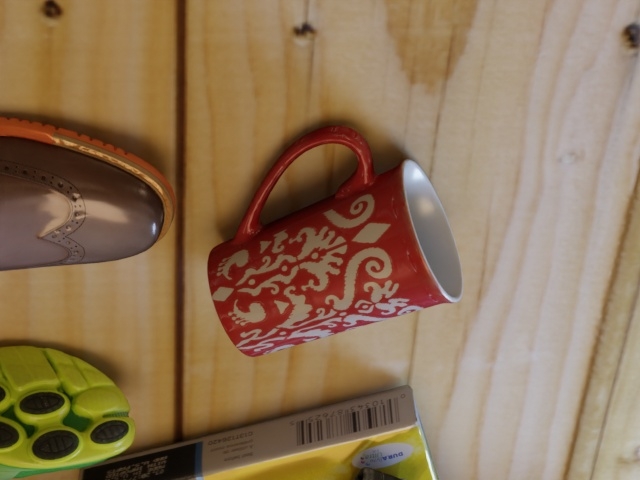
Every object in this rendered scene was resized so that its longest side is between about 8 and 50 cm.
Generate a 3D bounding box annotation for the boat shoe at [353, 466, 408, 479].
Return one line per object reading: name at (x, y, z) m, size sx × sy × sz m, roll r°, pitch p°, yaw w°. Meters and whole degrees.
boat shoe at (0.008, 0.282, 1.457) m, size 0.070 × 0.078 × 0.219 m, roll 24°, pitch 109°, yaw -16°

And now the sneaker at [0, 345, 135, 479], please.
sneaker at (-0.299, 0.162, 1.412) m, size 0.295 × 0.109 × 0.123 m, roll -8°, pitch 156°, yaw -2°

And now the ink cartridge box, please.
ink cartridge box at (-0.025, 0.296, 1.541) m, size 0.303 × 0.072 × 0.307 m, roll -15°, pitch 119°, yaw 6°

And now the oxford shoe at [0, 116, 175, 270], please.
oxford shoe at (-0.285, -0.002, 1.224) m, size 0.363 × 0.133 × 0.130 m, roll 0°, pitch 132°, yaw -7°

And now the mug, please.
mug at (0.004, 0.003, 1.304) m, size 0.169 × 0.150 × 0.113 m, roll -21°, pitch 168°, yaw 18°
